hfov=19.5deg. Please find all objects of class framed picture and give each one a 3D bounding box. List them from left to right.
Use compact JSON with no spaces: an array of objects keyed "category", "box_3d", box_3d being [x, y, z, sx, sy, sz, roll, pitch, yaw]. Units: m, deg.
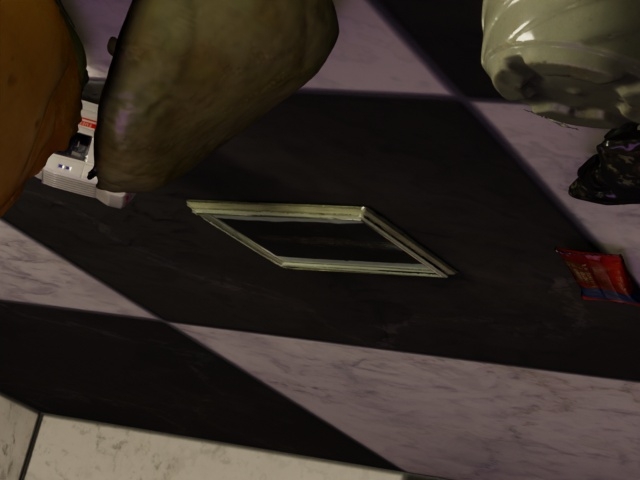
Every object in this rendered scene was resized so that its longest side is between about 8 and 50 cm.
[{"category":"framed picture","box_3d":[0.000,0.000,2.419,0.293,0.018,0.231,2,160,37]}]

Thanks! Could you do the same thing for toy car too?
[{"category":"toy car","box_3d":[-0.299,-0.115,2.134,0.209,0.108,0.089,17,164,-5]}]

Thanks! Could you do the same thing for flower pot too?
[{"category":"flower pot","box_3d":[0.207,-0.172,1.422,0.235,0.140,0.235,15,166,4]}]

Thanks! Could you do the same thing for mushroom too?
[{"category":"mushroom","box_3d":[-0.105,-0.141,1.669,0.212,0.217,0.292,16,164,-18]}]

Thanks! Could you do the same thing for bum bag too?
[{"category":"bum bag","box_3d":[0.306,-0.071,1.798,0.102,0.069,0.248,-20,164,-8]}]

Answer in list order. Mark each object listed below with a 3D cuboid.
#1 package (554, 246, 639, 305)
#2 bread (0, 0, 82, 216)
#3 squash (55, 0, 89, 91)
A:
[{"category":"package","box_3d":[0.340,0.045,2.249,0.083,0.022,0.200,9,164,21]},{"category":"bread","box_3d":[-0.378,-0.204,1.581,0.361,0.250,0.394,29,165,34]},{"category":"squash","box_3d":[-0.292,-0.200,1.874,0.094,0.094,0.341,13,165,7]}]
